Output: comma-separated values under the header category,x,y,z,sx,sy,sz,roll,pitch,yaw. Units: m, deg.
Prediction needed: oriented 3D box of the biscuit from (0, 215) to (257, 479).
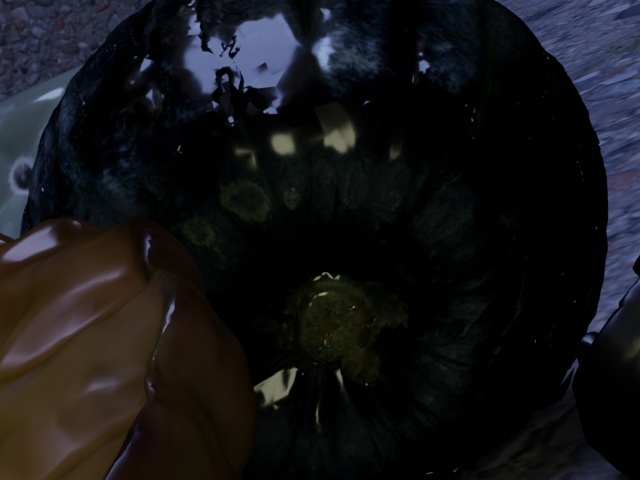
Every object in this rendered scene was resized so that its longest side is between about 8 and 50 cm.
category,x,y,z,sx,sy,sz,roll,pitch,yaw
biscuit,-0.148,0.126,0.527,0.325,0.107,0.326,-31,26,17

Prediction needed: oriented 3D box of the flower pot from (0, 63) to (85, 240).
category,x,y,z,sx,sy,sz,roll,pitch,yaw
flower pot,-0.078,-0.001,0.891,0.246,0.195,0.246,-24,7,3

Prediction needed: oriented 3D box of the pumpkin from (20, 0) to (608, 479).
category,x,y,z,sx,sy,sz,roll,pitch,yaw
pumpkin,0.000,0.000,0.686,0.233,0.233,0.163,-22,29,4

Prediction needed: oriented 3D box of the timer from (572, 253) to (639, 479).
category,x,y,z,sx,sy,sz,roll,pitch,yaw
timer,0.157,-0.001,0.571,0.187,0.055,0.144,-50,-18,-5
